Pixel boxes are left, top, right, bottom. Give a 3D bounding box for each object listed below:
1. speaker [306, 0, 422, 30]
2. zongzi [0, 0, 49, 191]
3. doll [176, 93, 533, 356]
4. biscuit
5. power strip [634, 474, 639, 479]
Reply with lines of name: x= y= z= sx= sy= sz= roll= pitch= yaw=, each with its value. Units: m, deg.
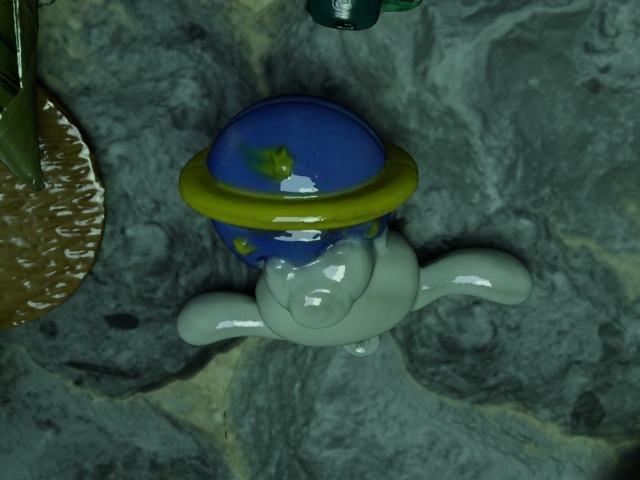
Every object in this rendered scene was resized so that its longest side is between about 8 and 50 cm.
speaker: x=0.036 y=-0.210 z=0.941 sx=0.094 sy=0.060 sz=0.075 roll=-3 pitch=113 yaw=-30
zongzi: x=-0.242 y=-0.211 z=0.915 sx=0.251 sy=0.125 sz=0.274 roll=-43 pitch=89 yaw=20
doll: x=0.026 y=0.002 z=0.953 sx=0.311 sy=0.159 sz=0.242 roll=3 pitch=108 yaw=2
biscuit: x=-0.315 y=-0.040 z=1.043 sx=0.262 sy=0.037 sz=0.262 roll=2 pitch=108 yaw=6
power strip: x=0.413 y=0.236 z=1.021 sx=0.257 sy=0.092 sz=0.251 roll=43 pitch=111 yaw=-8
